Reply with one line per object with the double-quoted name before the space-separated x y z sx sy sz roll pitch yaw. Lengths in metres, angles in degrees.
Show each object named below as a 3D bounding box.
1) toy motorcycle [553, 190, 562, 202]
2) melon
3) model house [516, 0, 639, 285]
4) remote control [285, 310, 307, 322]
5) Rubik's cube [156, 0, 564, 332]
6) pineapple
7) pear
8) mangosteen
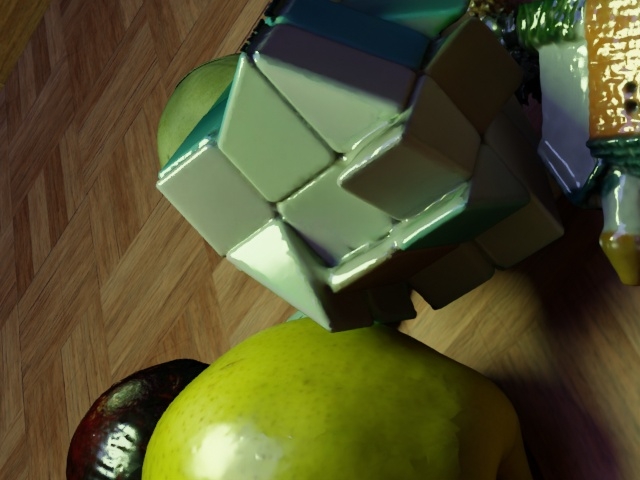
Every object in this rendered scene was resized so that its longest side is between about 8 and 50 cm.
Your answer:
"toy motorcycle" 0.184 -0.088 1.511 0.254 0.112 0.112 20 88 60
"melon" -0.103 -0.136 1.858 0.268 0.268 0.330 -57 25 19
"model house" 0.334 -0.104 1.247 0.271 0.190 0.300 2 89 50
"remote control" -0.019 0.162 1.759 0.061 0.029 0.162 -43 42 40
"Rubik's cube" 0.041 -0.087 1.334 0.358 0.368 0.387 -35 17 31
"pineapple" 0.219 -0.250 1.569 0.125 0.125 0.251 -58 37 17
"pear" 0.013 0.253 1.320 0.418 0.362 0.362 -7 62 29
"mangosteen" -0.183 0.301 1.686 0.293 0.297 0.297 -26 -41 -89
